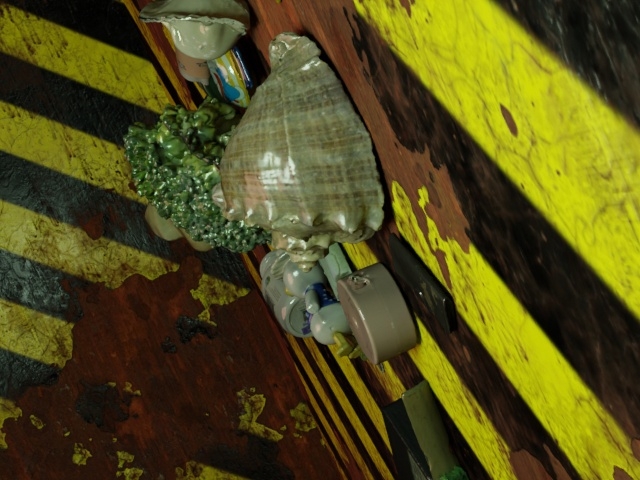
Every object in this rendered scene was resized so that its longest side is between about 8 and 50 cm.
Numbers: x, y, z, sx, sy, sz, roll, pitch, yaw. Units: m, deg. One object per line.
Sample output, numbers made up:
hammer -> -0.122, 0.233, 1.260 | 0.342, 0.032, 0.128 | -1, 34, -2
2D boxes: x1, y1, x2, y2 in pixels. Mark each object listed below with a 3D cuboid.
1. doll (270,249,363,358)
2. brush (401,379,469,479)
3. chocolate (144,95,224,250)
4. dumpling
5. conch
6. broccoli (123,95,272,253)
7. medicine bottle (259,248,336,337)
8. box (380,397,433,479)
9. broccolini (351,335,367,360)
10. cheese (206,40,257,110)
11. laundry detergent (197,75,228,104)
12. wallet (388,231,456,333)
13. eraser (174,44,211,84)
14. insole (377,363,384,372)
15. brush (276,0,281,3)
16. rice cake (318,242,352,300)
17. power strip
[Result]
doll -> -0.009, 0.109, 1.890 | 0.138, 0.119, 0.293 | 23, -149, -56
brush -> 0.205, 0.365, 1.574 | 0.048, 0.054, 0.282 | 14, 129, 66
chocolate -> -0.294, -0.139, 2.301 | 0.314, 0.297, 0.326 | 41, 154, 56
dumpling -> -0.222, -0.381, 1.616 | 0.247, 0.172, 0.142 | 32, 125, 54
conch -> -0.042, -0.101, 1.350 | 0.297, 0.210, 0.352 | 24, 142, 53
broccoli -> -0.216, -0.126, 1.834 | 0.334, 0.272, 0.324 | 8, 175, 36
medicine bottle -> -0.058, 0.106, 2.088 | 0.215, 0.135, 0.135 | 52, 164, 53
box -> 0.205, 0.466, 1.816 | 0.211, 0.058, 0.350 | 54, 165, 40
broccolini -> 0.053, 0.215, 2.072 | 0.239, 0.051, 0.054 | 25, 133, 65
cheese -> -0.161, -0.322, 1.776 | 0.177, 0.069, 0.270 | 67, 170, -10
laundry detergent -> -0.259, -0.376, 2.193 | 0.137, 0.063, 0.211 | 62, 172, -23
wallet -> 0.138, 0.058, 1.282 | 0.157, 0.018, 0.082 | 54, 166, 44
eraser -> -0.258, -0.442, 1.906 | 0.290, 0.087, 0.171 | 113, 151, -76
insole -> 0.082, 0.178, 1.909 | 0.197, 0.004, 0.065 | 63, 170, 15
brush -> -0.063, -0.383, 1.288 | 0.083, 0.011, 0.205 | 61, 170, 15
rice cake -> 0.000, 0.000, 1.789 | 0.127, 0.043, 0.237 | 84, 160, -61
power strip -> 0.088, 0.113, 1.497 | 0.154, 0.078, 0.154 | 158, 90, -82
